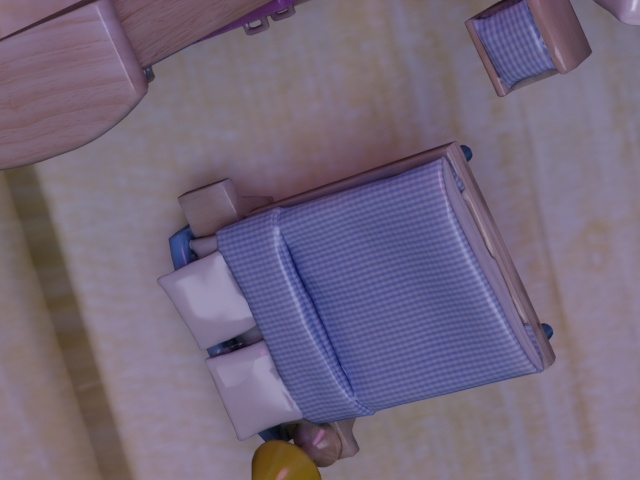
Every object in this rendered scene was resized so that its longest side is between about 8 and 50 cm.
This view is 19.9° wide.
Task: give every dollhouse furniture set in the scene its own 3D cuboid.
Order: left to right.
[{"bbox_3d":[0.000,0.000,0.888,0.286,0.198,0.303,-15,104,38],"label":"dollhouse furniture set"}]

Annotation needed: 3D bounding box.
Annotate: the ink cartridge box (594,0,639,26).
[{"bbox_3d":[0.189,-0.220,0.888,0.119,0.207,0.353,4,107,-9],"label":"ink cartridge box"}]
